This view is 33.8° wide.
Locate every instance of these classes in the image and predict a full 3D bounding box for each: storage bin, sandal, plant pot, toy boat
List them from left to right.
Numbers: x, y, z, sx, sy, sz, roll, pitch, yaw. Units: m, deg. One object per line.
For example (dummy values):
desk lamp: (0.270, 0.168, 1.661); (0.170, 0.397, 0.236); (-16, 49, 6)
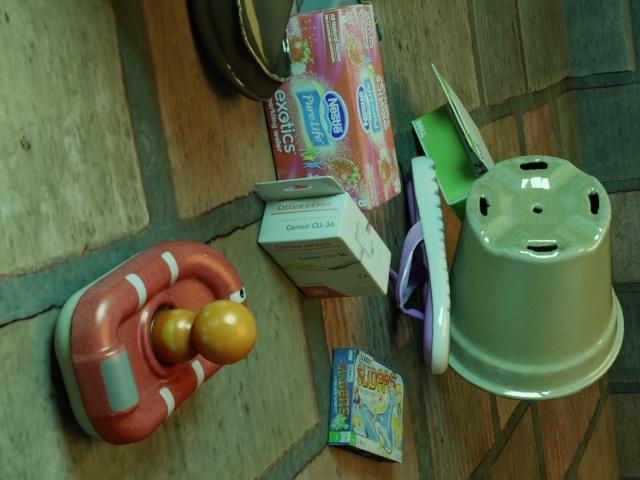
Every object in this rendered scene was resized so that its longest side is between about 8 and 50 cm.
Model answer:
toy boat: (-0.128, 0.087, 0.983); (0.231, 0.151, 0.151); (-43, 124, -60)
storage bin: (0.024, -0.295, 1.474); (0.135, 0.098, 0.091); (58, 46, -45)
sandal: (0.149, 0.042, 1.683); (0.169, 0.102, 0.416); (81, 7, -46)
plant pot: (0.344, 0.040, 1.728); (0.306, 0.333, 0.334); (82, 19, -49)

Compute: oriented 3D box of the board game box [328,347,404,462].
board game box: (0.070, 0.243, 1.530); (0.201, 0.035, 0.136); (35, 54, -59)

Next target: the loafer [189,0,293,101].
loafer: (-0.073, -0.346, 1.212); (0.134, 0.130, 0.366); (-16, 100, -65)

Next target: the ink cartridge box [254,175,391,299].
ink cartridge box: (0.000, 0.000, 1.326); (0.198, 0.115, 0.067); (51, 41, -50)

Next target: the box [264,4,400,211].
box: (0.010, -0.167, 1.365); (0.122, 0.128, 0.257); (-33, 116, -63)

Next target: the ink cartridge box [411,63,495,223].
ink cartridge box: (0.224, -0.156, 1.798); (0.255, 0.097, 0.189); (40, 26, -56)
